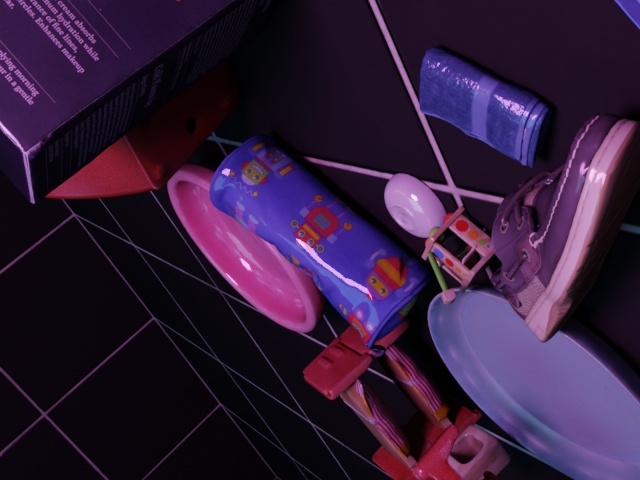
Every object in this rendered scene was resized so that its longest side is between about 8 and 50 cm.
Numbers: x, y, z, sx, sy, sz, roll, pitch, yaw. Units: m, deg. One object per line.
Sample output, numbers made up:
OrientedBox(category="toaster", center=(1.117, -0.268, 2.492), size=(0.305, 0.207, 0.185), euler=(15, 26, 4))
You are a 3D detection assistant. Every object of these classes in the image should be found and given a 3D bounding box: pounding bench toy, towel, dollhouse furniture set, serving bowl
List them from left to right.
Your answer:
OrientedBox(category="serving bowl", center=(0.099, -0.033, 0.854), size=(0.083, 0.027, 0.083), euler=(40, 159, 19))
OrientedBox(category="dollhouse furniture set", center=(0.147, 0.234, 0.990), size=(0.201, 0.152, 0.374), euler=(53, 167, -20))
OrientedBox(category="pounding bench toy", center=(0.133, 0.017, 0.798), size=(0.065, 0.083, 0.052), euler=(41, 159, 14))
OrientedBox(category="towel", center=(0.133, -0.111, 0.645), size=(0.119, 0.029, 0.067), euler=(36, 156, 27))

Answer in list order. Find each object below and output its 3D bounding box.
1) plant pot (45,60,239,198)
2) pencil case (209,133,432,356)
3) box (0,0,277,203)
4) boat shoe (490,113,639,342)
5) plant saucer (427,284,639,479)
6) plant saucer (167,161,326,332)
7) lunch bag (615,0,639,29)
OrientedBox(category="plant pot", center=(-0.262, -0.205, 0.958), size=(0.235, 0.267, 0.267), euler=(19, 147, 32))
OrientedBox(category="pencil case", center=(0.000, 0.000, 0.982), size=(0.306, 0.119, 0.133), euler=(42, 169, 14))
OrientedBox(category="box", center=(-0.255, -0.271, 0.716), size=(0.343, 0.312, 0.179), euler=(49, 160, -4))
OrientedBox(category="boat shoe", center=(0.186, -0.006, 0.633), size=(0.092, 0.103, 0.285), euler=(33, 162, 22))
OrientedBox(category="plant saucer", center=(0.257, 0.163, 0.880), size=(0.317, 0.043, 0.318), euler=(39, 158, 19))
OrientedBox(category="plant saucer", center=(-0.105, 0.000, 1.237), size=(0.332, 0.084, 0.332), euler=(39, 158, 19))
OrientedBox(category="lunch bag", center=(0.190, -0.150, 0.409), size=(0.098, 0.067, 0.065), euler=(48, 160, -6))
